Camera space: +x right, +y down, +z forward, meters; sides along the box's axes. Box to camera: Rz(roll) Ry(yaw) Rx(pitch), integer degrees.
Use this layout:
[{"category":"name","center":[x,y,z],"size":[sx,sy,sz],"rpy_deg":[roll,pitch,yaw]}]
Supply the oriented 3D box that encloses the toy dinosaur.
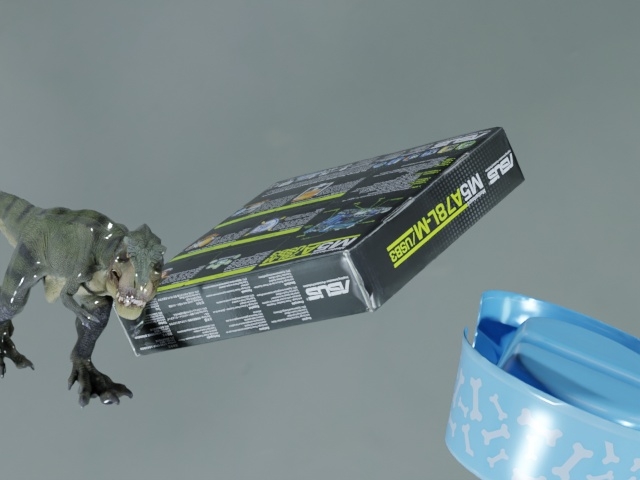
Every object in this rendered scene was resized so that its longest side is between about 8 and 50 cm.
[{"category":"toy dinosaur","center":[-0.156,0.027,1.120],"size":[0.064,0.268,0.118],"rpy_deg":[-7,107,-38]}]

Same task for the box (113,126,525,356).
[{"category":"box","center":[0.000,0.000,1.170],"size":[0.184,0.190,0.045],"rpy_deg":[-42,112,-47]}]

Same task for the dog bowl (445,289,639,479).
[{"category":"dog bowl","center":[0.163,0.109,1.270],"size":[0.166,0.297,0.074],"rpy_deg":[22,100,6]}]
